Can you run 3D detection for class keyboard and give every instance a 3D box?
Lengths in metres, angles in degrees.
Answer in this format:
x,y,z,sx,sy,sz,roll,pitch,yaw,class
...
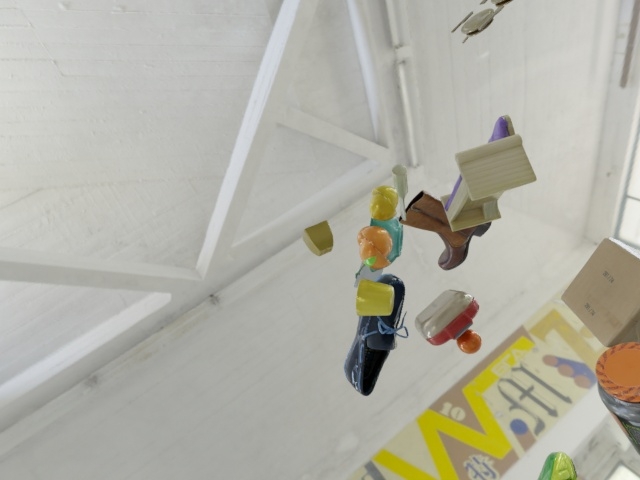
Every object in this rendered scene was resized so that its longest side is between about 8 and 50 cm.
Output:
x,y,z,sx,sy,sz,roll,pitch,yaw,class
0.174,0.033,1.285,0.014,0.072,0.256,62,-135,-63,keyboard

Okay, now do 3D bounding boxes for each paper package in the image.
x,y,z,sx,sy,sz,roll,pitch,yaw,class
1.060,0.198,1.461,0.168,0.325,0.310,21,-68,-8,paper package

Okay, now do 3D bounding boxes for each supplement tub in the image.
x,y,z,sx,sy,sz,roll,pitch,yaw,class
0.500,0.248,0.624,0.117,0.117,0.190,-44,-71,-8,supplement tub

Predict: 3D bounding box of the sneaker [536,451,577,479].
x,y,z,sx,sy,sz,roll,pitch,yaw,class
0.423,0.558,0.839,0.109,0.123,0.296,40,-107,-27,sneaker

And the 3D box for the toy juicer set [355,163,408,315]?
x,y,z,sx,sy,sz,roll,pitch,yaw,class
0.113,-0.032,0.809,0.329,0.089,0.209,-67,-25,-45,toy juicer set

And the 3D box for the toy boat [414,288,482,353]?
x,y,z,sx,sy,sz,roll,pitch,yaw,class
0.332,0.214,1.027,0.151,0.151,0.231,-42,-6,1,toy boat

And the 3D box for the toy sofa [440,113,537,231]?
x,y,z,sx,sy,sz,roll,pitch,yaw,class
0.408,-0.157,1.089,0.150,0.177,0.362,-17,-13,7,toy sofa

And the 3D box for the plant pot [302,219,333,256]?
x,y,z,sx,sy,sz,roll,pitch,yaw,class
0.000,0.000,1.308,0.081,0.083,0.081,-24,-19,-16,plant pot

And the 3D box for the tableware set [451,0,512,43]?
x,y,z,sx,sy,sz,roll,pitch,yaw,class
0.451,-0.596,1.082,0.194,0.128,0.039,-44,-61,2,tableware set

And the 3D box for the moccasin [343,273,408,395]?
x,y,z,sx,sy,sz,roll,pitch,yaw,class
0.166,0.260,1.119,0.137,0.117,0.342,4,-70,-20,moccasin

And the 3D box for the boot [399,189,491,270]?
x,y,z,sx,sy,sz,roll,pitch,yaw,class
0.387,-0.022,1.403,0.280,0.096,0.264,15,-44,-17,boot
